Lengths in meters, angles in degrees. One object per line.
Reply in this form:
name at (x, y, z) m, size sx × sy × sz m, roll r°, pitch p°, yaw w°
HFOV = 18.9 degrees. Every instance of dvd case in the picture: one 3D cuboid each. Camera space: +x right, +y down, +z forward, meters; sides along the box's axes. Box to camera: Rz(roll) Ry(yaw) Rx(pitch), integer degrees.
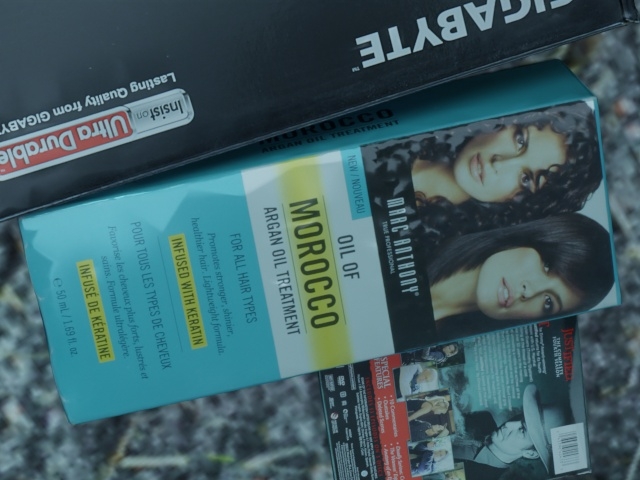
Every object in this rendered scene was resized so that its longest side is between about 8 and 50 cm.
dvd case at (0.061, 0.077, 0.871) m, size 0.119 × 0.013 × 0.087 m, roll -11°, pitch 111°, yaw -4°

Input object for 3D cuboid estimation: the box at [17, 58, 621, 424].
box at (0.000, 0.000, 0.825) m, size 0.244 × 0.060 × 0.100 m, roll -12°, pitch 112°, yaw -4°

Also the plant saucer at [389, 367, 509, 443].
plant saucer at (0.067, 0.136, 0.911) m, size 0.067 × 0.018 × 0.192 m, roll -11°, pitch 111°, yaw -6°

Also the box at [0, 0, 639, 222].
box at (-0.049, -0.183, 0.744) m, size 0.296 × 0.073 × 0.293 m, roll -17°, pitch 111°, yaw -3°
